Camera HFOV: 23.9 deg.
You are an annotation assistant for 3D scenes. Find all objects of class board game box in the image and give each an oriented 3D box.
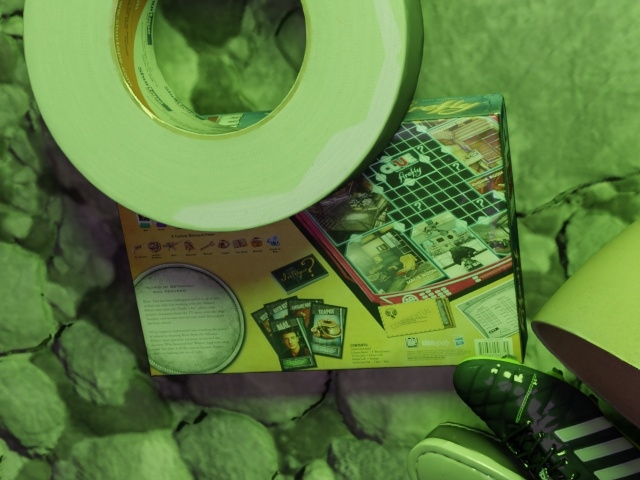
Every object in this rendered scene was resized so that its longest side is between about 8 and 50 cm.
[{"bbox_3d":[0.000,0.000,0.941,0.243,0.042,0.165,-3,112,13],"label":"board game box"}]

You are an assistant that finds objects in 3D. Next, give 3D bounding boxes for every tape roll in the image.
[{"bbox_3d":[-0.054,-0.117,0.857,0.219,0.072,0.219,2,97,12],"label":"tape roll"}]

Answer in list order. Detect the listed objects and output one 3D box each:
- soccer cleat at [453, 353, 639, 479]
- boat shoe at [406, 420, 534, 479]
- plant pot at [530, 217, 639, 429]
[{"bbox_3d":[0.152,0.134,0.908,0.179,0.072,0.060,34,145,-4],"label":"soccer cleat"},{"bbox_3d":[0.163,0.180,0.972,0.228,0.068,0.081,32,139,1],"label":"boat shoe"},{"bbox_3d":[0.284,0.053,0.806,0.284,0.284,0.191,38,86,-6],"label":"plant pot"}]
